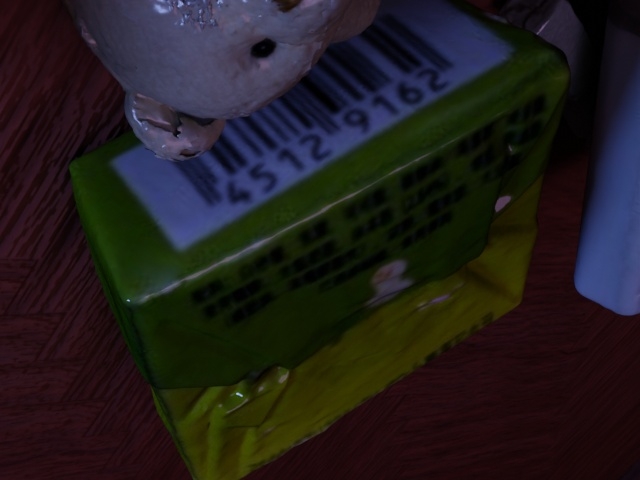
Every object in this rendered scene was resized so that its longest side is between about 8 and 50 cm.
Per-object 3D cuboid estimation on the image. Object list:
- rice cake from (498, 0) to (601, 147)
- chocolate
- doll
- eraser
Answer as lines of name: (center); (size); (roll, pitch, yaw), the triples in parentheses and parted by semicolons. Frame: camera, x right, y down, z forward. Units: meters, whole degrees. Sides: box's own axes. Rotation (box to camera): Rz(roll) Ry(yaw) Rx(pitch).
rice cake: (0.194, -0.132, 0.918); (0.045, 0.042, 0.245); (-53, 150, 1)
chocolate: (0.000, 0.000, 0.797); (0.301, 0.137, 0.289); (-29, 150, -14)
doll: (0.008, -0.164, 0.577); (0.278, 0.149, 0.175); (-39, 122, -25)
eraser: (0.282, -0.098, 0.941); (0.189, 0.104, 0.290); (-46, 148, -33)
